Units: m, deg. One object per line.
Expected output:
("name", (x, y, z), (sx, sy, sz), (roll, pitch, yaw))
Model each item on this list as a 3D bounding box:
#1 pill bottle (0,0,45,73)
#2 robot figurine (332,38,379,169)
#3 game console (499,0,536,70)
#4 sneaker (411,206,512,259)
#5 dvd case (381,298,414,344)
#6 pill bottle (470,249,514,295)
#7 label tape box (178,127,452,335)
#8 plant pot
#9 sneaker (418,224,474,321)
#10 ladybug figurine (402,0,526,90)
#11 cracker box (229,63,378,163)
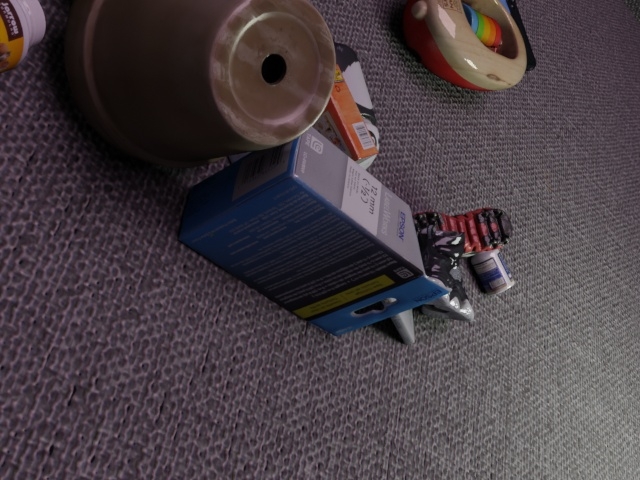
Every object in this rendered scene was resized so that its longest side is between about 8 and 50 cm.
("pill bottle", (-0.436, -0.245, 0.989), (0.117, 0.117, 0.215), (57, 38, -10))
("robot figurine", (0.007, -0.240, 1.466), (0.209, 0.173, 0.278), (-3, 72, -37))
("game console", (0.485, -0.650, 2.366), (0.387, 0.060, 0.342), (-14, 81, -52))
("sneaker", (0.253, -0.006, 1.695), (0.276, 0.135, 0.097), (-5, 79, -27))
("dvd case", (0.131, 0.060, 1.478), (0.253, 0.022, 0.180), (58, 27, -58))
("pill bottle", (0.374, 0.056, 1.825), (0.067, 0.067, 0.120), (-30, 94, -53))
("label tape box", (0.000, 0.000, 1.260), (0.348, 0.249, 0.115), (34, 47, -34))
("plant pot", (-0.137, -0.237, 1.105), (0.323, 0.280, 0.323), (-14, 113, -36))
("sneaker", (0.240, 0.062, 1.566), (0.268, 0.101, 0.153), (37, 62, -60))
("ladybug figurine", (0.344, -0.502, 2.027), (0.449, 0.162, 0.305), (10, 63, -48))
("cracker box", (-0.040, -0.157, 1.316), (0.067, 0.232, 0.155), (-23, 88, -54))
